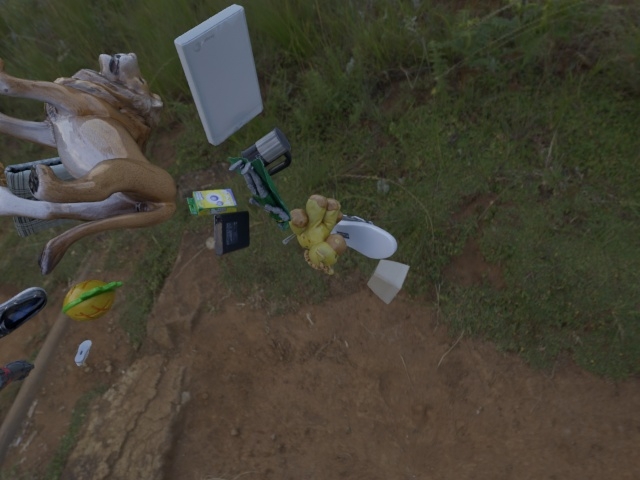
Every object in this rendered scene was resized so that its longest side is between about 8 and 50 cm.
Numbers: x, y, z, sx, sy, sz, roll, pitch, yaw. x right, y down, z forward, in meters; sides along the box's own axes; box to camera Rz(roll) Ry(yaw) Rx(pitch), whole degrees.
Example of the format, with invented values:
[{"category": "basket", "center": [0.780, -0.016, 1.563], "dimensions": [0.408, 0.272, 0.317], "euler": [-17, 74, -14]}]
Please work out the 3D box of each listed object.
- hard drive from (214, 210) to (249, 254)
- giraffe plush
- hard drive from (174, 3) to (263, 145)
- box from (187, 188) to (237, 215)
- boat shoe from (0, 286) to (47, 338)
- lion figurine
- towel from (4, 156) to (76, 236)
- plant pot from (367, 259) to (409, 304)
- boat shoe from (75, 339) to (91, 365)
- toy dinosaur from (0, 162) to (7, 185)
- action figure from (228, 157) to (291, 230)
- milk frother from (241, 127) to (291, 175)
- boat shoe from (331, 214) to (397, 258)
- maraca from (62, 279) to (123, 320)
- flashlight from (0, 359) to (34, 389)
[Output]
[{"category": "hard drive", "center": [-0.211, -0.021, 1.073], "dimensions": [0.022, 0.135, 0.094], "euler": [3, 98, 19]}, {"category": "giraffe plush", "center": [0.000, 0.000, 1.264], "dimensions": [0.210, 0.182, 0.170], "euler": [-48, 55, 23]}, {"category": "hard drive", "center": [-0.255, -0.429, 1.182], "dimensions": [0.040, 0.307, 0.203], "euler": [32, 63, 23]}, {"category": "box", "center": [-0.439, -0.156, 1.788], "dimensions": [0.179, 0.043, 0.105], "euler": [-10, 52, -25]}, {"category": "boat shoe", "center": [-0.825, 0.213, 1.161], "dimensions": [0.229, 0.080, 0.076], "euler": [-38, 35, -28]}, {"category": "lion figurine", "center": [-0.273, -0.108, 0.562], "dimensions": [0.142, 0.240, 0.392], "euler": [-47, 59, 26]}, {"category": "towel", "center": [-0.631, -0.126, 1.173], "dimensions": [0.324, 0.312, 0.056], "euler": [-24, 76, -38]}, {"category": "plant pot", "center": [0.219, 0.128, 1.478], "dimensions": [0.096, 0.109, 0.109], "euler": [28, 50, 4]}, {"category": "boat shoe", "center": [-0.839, 0.400, 1.570], "dimensions": [0.035, 0.035, 0.100], "euler": [7, 35, -11]}, {"category": "toy dinosaur", "center": [-0.958, -0.217, 1.306], "dimensions": [0.113, 0.211, 0.064], "euler": [18, 71, 22]}, {"category": "action figure", "center": [-0.135, -0.105, 1.102], "dimensions": [0.137, 0.232, 0.063], "euler": [24, 67, 43]}, {"category": "milk frother", "center": [-0.167, -0.295, 1.418], "dimensions": [0.135, 0.129, 0.143], "euler": [-30, 53, 16]}, {"category": "boat shoe", "center": [0.127, -0.025, 1.402], "dimensions": [0.301, 0.108, 0.102], "euler": [13, 34, 44]}, {"category": "maraca", "center": [-0.572, 0.144, 1.113], "dimensions": [0.186, 0.127, 0.099], "euler": [-31, 88, 38]}, {"category": "flashlight", "center": [-1.170, 0.500, 1.631], "dimensions": [0.103, 0.304, 0.103], "euler": [36, 73, -10]}]
